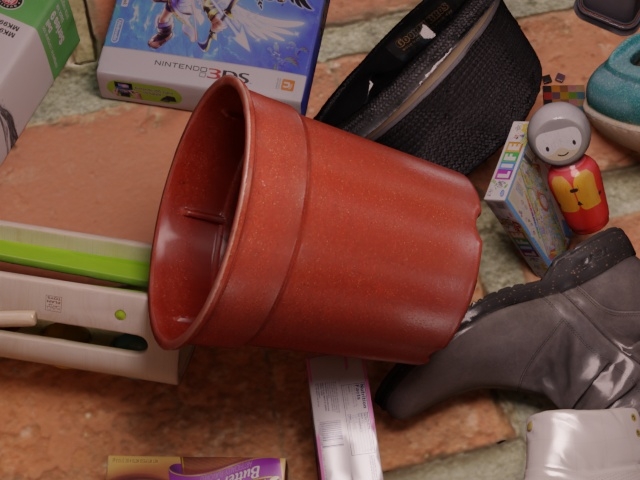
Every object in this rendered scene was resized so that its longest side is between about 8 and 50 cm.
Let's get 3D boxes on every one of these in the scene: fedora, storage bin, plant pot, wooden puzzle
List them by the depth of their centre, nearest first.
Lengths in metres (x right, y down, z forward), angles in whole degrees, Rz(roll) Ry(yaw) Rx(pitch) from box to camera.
[{"bbox_3d":[0.000,0.000,1.713,0.265,0.272,0.272,13,61,-20],"label":"plant pot"},{"bbox_3d":[0.137,-0.161,1.930,0.152,0.334,0.334,45,68,-12],"label":"fedora"},{"bbox_3d":[0.286,-0.160,2.037,0.049,0.006,0.083,-1,62,0],"label":"wooden puzzle"},{"bbox_3d":[0.372,-0.326,2.075,0.098,0.091,0.135,26,67,13],"label":"storage bin"}]

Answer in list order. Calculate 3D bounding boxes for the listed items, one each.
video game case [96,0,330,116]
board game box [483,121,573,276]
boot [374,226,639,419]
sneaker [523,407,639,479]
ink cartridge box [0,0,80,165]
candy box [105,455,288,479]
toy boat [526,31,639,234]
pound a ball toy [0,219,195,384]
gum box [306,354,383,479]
[{"bbox_3d":[-0.116,-0.277,2.073,0.244,0.061,0.269,9,63,4],"label":"video game case"},{"bbox_3d":[0.235,-0.043,1.898,0.026,0.154,0.103,4,58,35],"label":"board game box"},{"bbox_3d":[0.246,0.151,1.822,0.338,0.118,0.222,-30,74,-7],"label":"boot"},{"bbox_3d":[0.330,0.248,1.722,0.293,0.108,0.169,16,64,-22],"label":"sneaker"},{"bbox_3d":[-0.441,-0.186,1.995,0.211,0.121,0.289,22,65,12],"label":"ink cartridge box"},{"bbox_3d":[-0.128,0.280,1.788,0.187,0.053,0.109,1,62,3],"label":"candy box"},{"bbox_3d":[0.358,-0.144,1.888,0.318,0.148,0.267,-36,27,-25],"label":"toy boat"},{"bbox_3d":[-0.300,0.090,1.824,0.319,0.135,0.208,8,27,5],"label":"pound a ball toy"},{"bbox_3d":[0.025,0.212,1.790,0.062,0.107,0.188,-6,63,-3],"label":"gum box"}]
